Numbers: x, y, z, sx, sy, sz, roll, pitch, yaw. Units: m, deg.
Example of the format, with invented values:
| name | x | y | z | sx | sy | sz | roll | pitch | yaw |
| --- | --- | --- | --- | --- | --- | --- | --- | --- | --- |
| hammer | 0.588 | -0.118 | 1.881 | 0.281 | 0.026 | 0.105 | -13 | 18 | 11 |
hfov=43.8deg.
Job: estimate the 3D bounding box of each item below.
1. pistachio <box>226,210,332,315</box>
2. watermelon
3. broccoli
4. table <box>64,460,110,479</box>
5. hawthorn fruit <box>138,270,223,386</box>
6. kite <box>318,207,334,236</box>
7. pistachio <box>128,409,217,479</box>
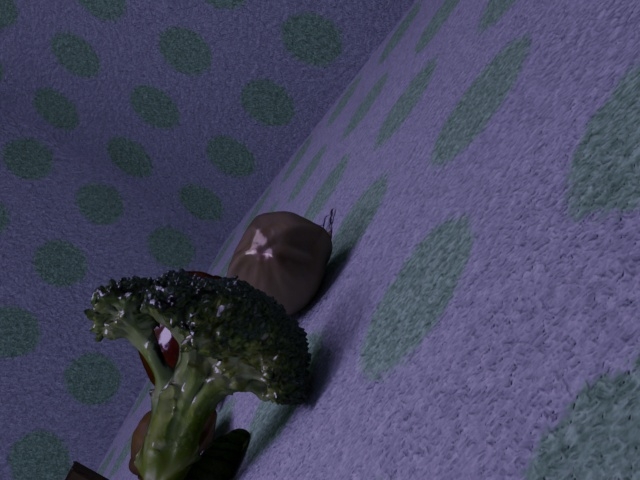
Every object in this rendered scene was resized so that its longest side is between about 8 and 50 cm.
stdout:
| name | x | y | z | sx | sy | sz | roll | pitch | yaw |
| --- | --- | --- | --- | --- | --- | --- | --- | --- | --- |
| pistachio | -0.091 | 0.065 | 1.701 | 0.226 | 0.207 | 0.331 | -15 | -30 | -27 |
| watermelon | -0.207 | 0.426 | 1.465 | 0.181 | 0.075 | 0.092 | -59 | 6 | 0 |
| broccoli | -0.176 | 0.244 | 1.347 | 0.353 | 0.396 | 0.275 | -2 | 5 | 32 |
| table | -0.502 | 0.617 | 1.849 | 0.167 | 0.227 | 0.167 | -54 | 10 | 15 |
| hawthorn fruit | -0.321 | 0.235 | 1.999 | 0.324 | 0.308 | 0.308 | -69 | 13 | -18 |
| kite | -0.002 | -0.002 | 1.969 | 0.127 | 0.016 | 0.229 | -48 | 14 | 28 |
| pistachio | -0.302 | 0.428 | 1.687 | 0.212 | 0.163 | 0.261 | -46 | 16 | -22 |
